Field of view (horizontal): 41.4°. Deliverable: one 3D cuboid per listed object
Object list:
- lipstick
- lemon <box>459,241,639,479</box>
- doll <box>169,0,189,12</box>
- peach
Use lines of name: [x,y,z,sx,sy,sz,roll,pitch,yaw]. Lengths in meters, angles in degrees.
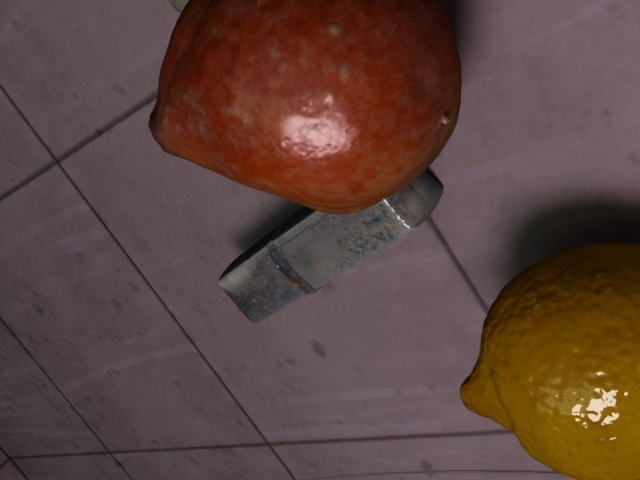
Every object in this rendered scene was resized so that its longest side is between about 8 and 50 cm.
lipstick: [0.000,0.000,0.845,0.076,0.077,0.289,48,140,-5]
lemon: [0.227,0.093,0.656,0.244,0.187,0.187,-15,118,11]
doll: [-0.159,-0.288,0.724,0.103,0.071,0.214,-17,123,36]
peach: [-0.016,-0.112,0.626,0.232,0.232,0.232,23,136,24]
